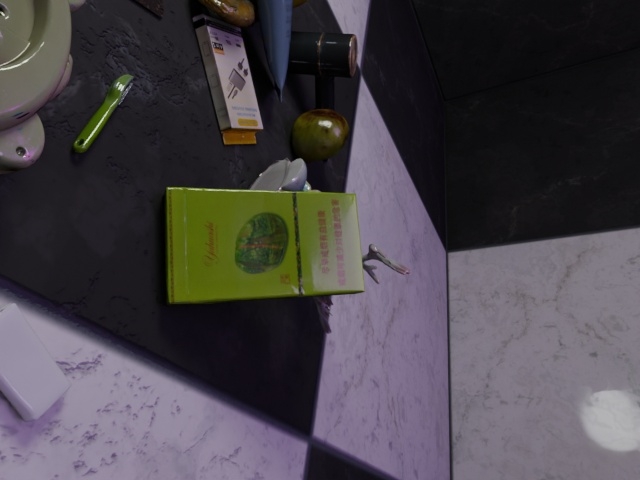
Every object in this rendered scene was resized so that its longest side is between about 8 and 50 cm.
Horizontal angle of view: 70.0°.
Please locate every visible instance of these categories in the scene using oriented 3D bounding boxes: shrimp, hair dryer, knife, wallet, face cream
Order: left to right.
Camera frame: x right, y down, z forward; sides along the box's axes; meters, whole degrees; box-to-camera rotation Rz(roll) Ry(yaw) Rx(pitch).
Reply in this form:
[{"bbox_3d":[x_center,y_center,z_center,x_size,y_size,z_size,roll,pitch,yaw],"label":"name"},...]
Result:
[{"bbox_3d":[-0.330,0.133,0.501,0.061,0.025,0.122,-52,127,-54],"label":"wallet"},{"bbox_3d":[-0.308,-0.191,0.658,0.026,0.022,0.184,89,9,-53],"label":"knife"},{"bbox_3d":[-0.179,-0.502,0.958,0.117,0.066,0.262,42,22,-14],"label":"shrimp"},{"bbox_3d":[-0.097,-0.505,0.975,0.135,0.086,0.385,-110,-162,-56],"label":"face cream"},{"bbox_3d":[-0.007,-0.372,1.231,0.107,0.189,0.352,-66,161,-51],"label":"hair dryer"}]

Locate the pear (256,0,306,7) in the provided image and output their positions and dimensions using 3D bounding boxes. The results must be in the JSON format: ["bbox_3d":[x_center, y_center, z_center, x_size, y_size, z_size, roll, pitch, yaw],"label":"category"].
[{"bbox_3d":[-0.082,-0.647,1.061,0.209,0.209,0.208,31,55,-57],"label":"pear"}]

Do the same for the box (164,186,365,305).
[{"bbox_3d":[-0.088,0.007,0.778,0.335,0.047,0.187,0,80,-23],"label":"box"}]

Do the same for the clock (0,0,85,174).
[{"bbox_3d":[-0.379,-0.237,0.438,0.284,0.114,0.309,26,61,-61],"label":"clock"}]

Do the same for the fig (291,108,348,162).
[{"bbox_3d":[-0.003,-0.273,1.164,0.136,0.153,0.120,-117,-176,-50],"label":"fig"}]

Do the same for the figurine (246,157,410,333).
[{"bbox_3d":[-0.012,0.008,0.947,0.315,0.206,0.284,51,-7,-26],"label":"figurine"}]

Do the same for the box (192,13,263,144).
[{"bbox_3d":[-0.181,-0.324,0.942,0.129,0.033,0.247,-28,107,-63],"label":"box"}]

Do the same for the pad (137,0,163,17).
[{"bbox_3d":[-0.340,-0.558,0.731,0.220,0.004,0.330,13,70,-62],"label":"pad"}]
